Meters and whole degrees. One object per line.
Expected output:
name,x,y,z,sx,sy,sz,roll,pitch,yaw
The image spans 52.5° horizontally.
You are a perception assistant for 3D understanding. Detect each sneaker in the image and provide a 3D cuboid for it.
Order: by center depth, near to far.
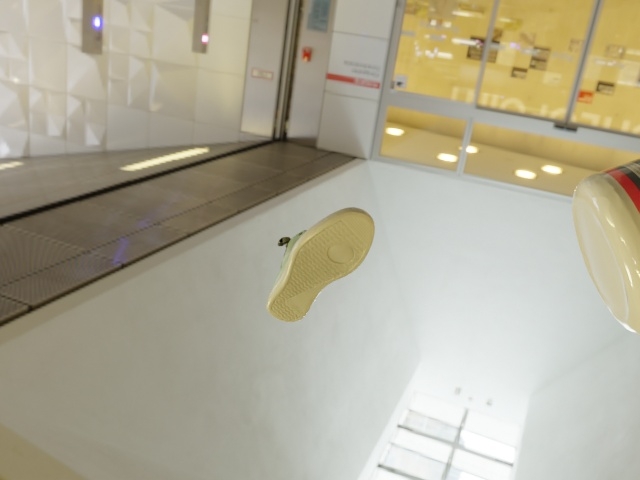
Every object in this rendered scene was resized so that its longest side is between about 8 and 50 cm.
sneaker,-0.001,0.000,0.994,0.094,0.256,0.151,28,-137,-15

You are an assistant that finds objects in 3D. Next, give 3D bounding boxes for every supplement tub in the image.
supplement tub,0.439,-0.021,0.708,0.272,0.191,0.191,-19,-163,9
